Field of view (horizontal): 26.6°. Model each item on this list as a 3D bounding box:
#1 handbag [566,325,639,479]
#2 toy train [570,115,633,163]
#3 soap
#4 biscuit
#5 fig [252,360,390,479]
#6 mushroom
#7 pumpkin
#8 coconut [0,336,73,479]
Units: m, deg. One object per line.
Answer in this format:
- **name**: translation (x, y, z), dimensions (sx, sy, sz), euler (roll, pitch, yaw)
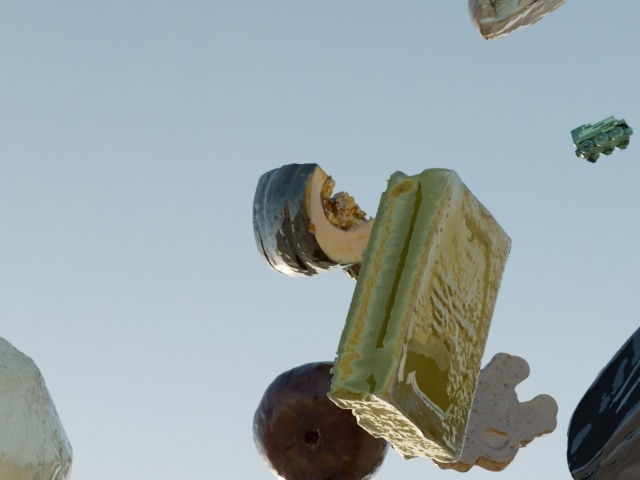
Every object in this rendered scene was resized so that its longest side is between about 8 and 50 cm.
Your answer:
- **handbag**: translation (0.436, 0.236, 1.615), dimensions (0.275, 0.178, 0.302), euler (-44, -60, 12)
- **toy train**: translation (0.383, -0.141, 1.838), dimensions (0.083, 0.053, 0.033), euler (-25, -46, 21)
- **soap**: translation (0.126, 0.087, 1.619), dimensions (0.091, 0.315, 0.199), euler (-2, -33, 36)
- **biscuit**: translation (0.234, 0.251, 1.906), dimensions (0.236, 0.144, 0.040), euler (-25, -24, -35)
- **fig**: translation (0.046, 0.258, 1.822), dimensions (0.190, 0.191, 0.290), euler (-43, -37, 23)
- **mushroom**: translation (0.266, -0.327, 1.697), dimensions (0.209, 0.094, 0.072), euler (-36, -19, -8)
- **pumpkin**: translation (0.003, 0.005, 1.872), dimensions (0.131, 0.126, 0.248), euler (-12, -35, 38)
- **coconut**: translation (-0.359, 0.226, 1.120), dimensions (0.328, 0.329, 0.329), euler (-12, -41, -11)
